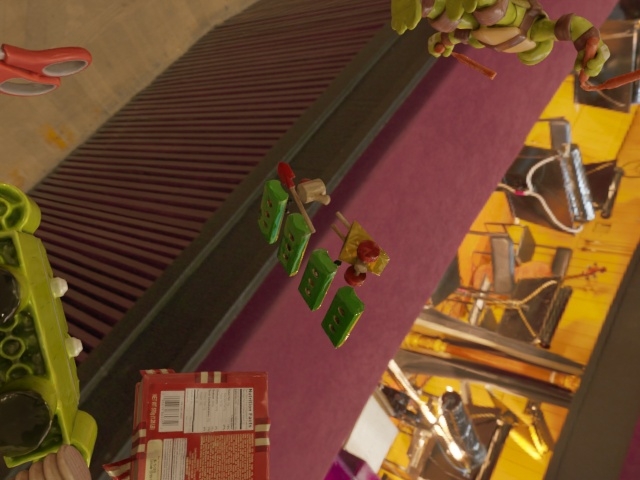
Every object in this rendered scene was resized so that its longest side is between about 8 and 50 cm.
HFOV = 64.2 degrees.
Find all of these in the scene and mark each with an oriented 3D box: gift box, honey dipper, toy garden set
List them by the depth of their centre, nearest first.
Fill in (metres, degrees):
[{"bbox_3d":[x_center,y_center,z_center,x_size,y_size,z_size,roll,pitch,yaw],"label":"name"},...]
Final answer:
[{"bbox_3d":[-0.202,0.165,0.265,0.161,0.030,0.030,-30,121,-14],"label":"honey dipper"},{"bbox_3d":[0.000,0.000,0.719,0.049,0.244,0.204,-21,153,-28],"label":"toy garden set"},{"bbox_3d":[-0.251,0.361,0.954,0.276,0.258,0.255,9,66,-18],"label":"gift box"}]

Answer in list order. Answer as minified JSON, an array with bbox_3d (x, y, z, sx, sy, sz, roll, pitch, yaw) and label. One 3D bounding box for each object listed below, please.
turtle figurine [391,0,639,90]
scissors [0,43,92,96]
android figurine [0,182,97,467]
[{"bbox_3d":[0.194,-0.224,0.525,0.217,0.269,0.087,3,110,-39],"label":"turtle figurine"},{"bbox_3d":[-0.336,-0.179,0.507,0.297,0.109,0.021,-65,134,-76],"label":"scissors"},{"bbox_3d":[-0.248,0.079,0.441,0.056,0.273,0.248,-14,92,-21],"label":"android figurine"}]
